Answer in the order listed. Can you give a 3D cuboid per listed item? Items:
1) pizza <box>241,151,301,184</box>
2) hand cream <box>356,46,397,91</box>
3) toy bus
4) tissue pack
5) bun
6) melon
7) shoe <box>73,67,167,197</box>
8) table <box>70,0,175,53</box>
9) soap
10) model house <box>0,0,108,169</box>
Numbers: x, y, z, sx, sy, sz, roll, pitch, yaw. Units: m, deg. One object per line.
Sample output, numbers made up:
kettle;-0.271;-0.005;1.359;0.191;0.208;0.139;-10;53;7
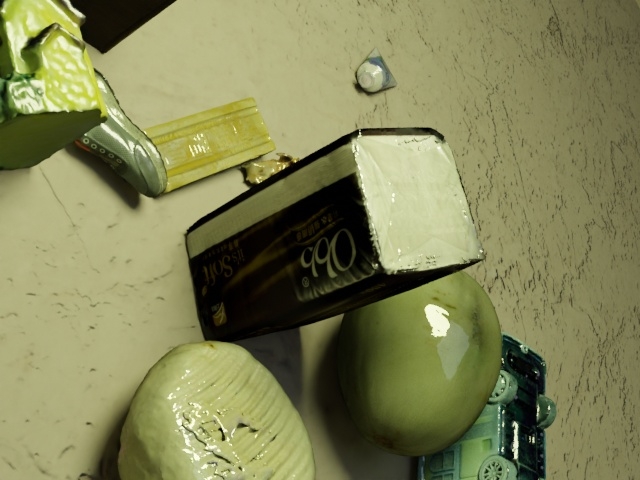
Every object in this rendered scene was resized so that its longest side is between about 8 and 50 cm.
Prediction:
pizza;-0.015;-0.071;1.540;0.226;0.069;0.147;52;44;-18
hand cream;0.106;-0.312;1.806;0.084;0.053;0.142;60;30;-8
toy bus;0.267;0.324;1.578;0.152;0.190;0.313;32;52;-35
tissue pack;0.000;0.000;1.297;0.210;0.370;0.198;-11;80;-44
bun;-0.134;0.257;1.186;0.272;0.168;0.273;33;38;-31
melon;0.149;0.170;1.473;0.271;0.271;0.308;14;68;-44
shoe;-0.280;-0.130;1.273;0.077;0.074;0.194;-40;101;-37
table;-0.317;-0.448;1.273;0.282;0.196;0.251;32;52;-35
soap;-0.167;-0.140;1.424;0.252;0.037;0.092;-28;94;-50
model house;-0.368;-0.204;1.103;0.170;0.193;0.212;-11;83;-48
